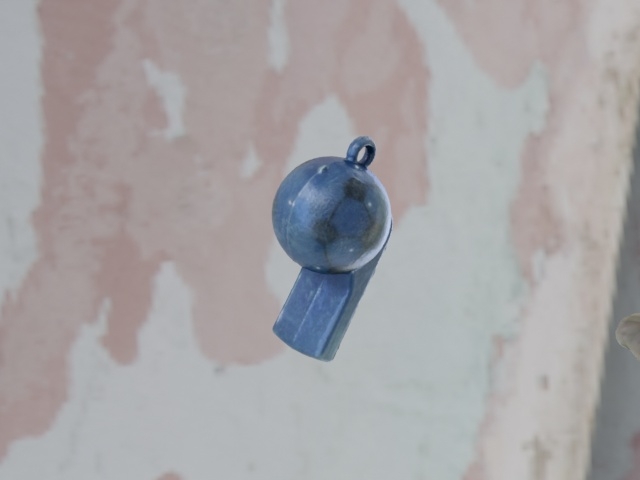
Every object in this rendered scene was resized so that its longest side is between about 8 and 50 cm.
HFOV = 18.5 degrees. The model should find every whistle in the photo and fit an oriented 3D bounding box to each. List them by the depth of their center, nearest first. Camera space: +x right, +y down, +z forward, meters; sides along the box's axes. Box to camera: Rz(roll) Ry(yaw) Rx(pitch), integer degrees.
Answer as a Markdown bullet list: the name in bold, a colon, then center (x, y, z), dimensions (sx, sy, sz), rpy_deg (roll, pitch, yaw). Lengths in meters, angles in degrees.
- **whistle**: center (0.000, 0.000, 1.355), dimensions (0.090, 0.090, 0.158), rpy_deg (22, -86, -44)

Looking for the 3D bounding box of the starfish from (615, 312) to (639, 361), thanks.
- **starfish**: center (0.158, -0.085, 0.279), dimensions (0.048, 0.295, 0.231), rpy_deg (29, -141, -41)
